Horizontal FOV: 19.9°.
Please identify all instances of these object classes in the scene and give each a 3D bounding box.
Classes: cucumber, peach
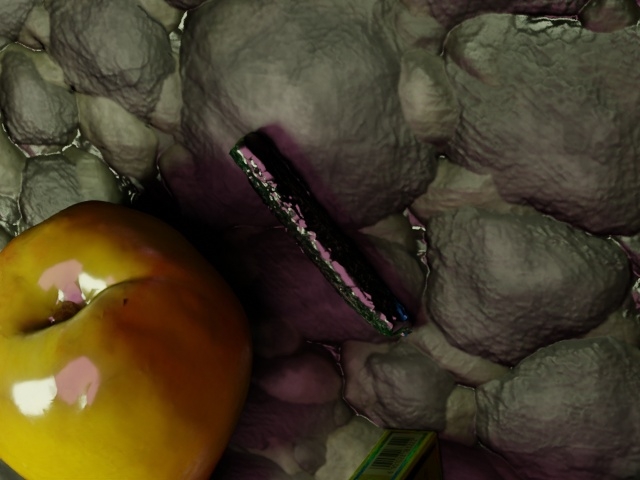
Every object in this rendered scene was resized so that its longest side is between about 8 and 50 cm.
[{"bbox_3d":[0.000,0.000,1.803,0.256,0.043,0.044,50,127,-2],"label":"cucumber"},{"bbox_3d":[-0.212,0.126,1.832,0.289,0.289,0.308,8,152,22],"label":"peach"}]

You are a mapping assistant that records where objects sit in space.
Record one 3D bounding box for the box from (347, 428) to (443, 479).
[{"bbox_3d":[0.062,0.296,1.790,0.064,0.220,0.141,2,111,25],"label":"box"}]
